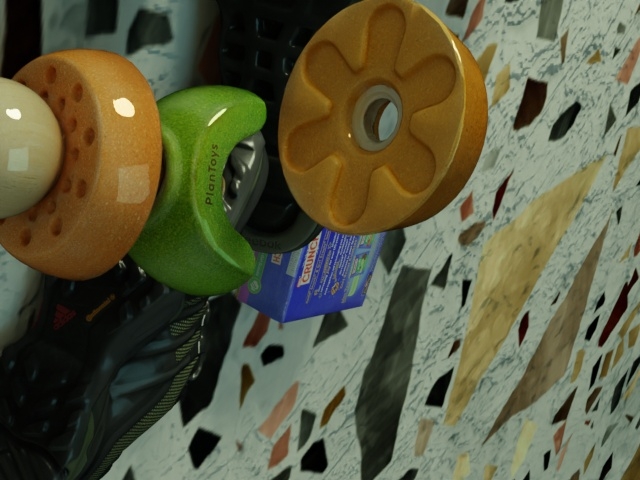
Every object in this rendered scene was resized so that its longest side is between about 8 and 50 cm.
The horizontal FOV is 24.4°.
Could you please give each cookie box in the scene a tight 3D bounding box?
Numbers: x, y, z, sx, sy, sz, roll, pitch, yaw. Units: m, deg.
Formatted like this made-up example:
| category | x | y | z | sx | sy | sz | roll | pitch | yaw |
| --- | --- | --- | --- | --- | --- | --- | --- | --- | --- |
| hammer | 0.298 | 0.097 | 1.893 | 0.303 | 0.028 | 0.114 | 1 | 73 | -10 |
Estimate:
| category | x | y | z | sx | sy | sz | roll | pitch | yaw |
| --- | --- | --- | --- | --- | --- | --- | --- | --- | --- |
| cookie box | 0.000 | 0.000 | 0.963 | 0.107 | 0.040 | 0.091 | -7 | 117 | -60 |

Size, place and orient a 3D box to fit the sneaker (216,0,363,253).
| category | x | y | z | sx | sy | sz | roll | pitch | yaw |
| --- | --- | --- | --- | --- | --- | --- | --- | --- | --- |
| sneaker | -0.012 | -0.129 | 0.810 | 0.106 | 0.101 | 0.267 | -55 | 160 | -65 |

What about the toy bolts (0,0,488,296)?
| category | x | y | z | sx | sy | sz | roll | pitch | yaw |
| --- | --- | --- | --- | --- | --- | --- | --- | --- | --- |
| toy bolts | -0.059 | -0.101 | 0.623 | 0.158 | 0.218 | 0.228 | 11 | 77 | -47 |

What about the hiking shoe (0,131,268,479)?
| category | x | y | z | sx | sy | sz | roll | pitch | yaw |
| --- | --- | --- | --- | --- | --- | --- | --- | --- | --- |
| hiking shoe | -0.099 | 0.034 | 0.787 | 0.227 | 0.086 | 0.114 | -56 | 163 | -3 |
